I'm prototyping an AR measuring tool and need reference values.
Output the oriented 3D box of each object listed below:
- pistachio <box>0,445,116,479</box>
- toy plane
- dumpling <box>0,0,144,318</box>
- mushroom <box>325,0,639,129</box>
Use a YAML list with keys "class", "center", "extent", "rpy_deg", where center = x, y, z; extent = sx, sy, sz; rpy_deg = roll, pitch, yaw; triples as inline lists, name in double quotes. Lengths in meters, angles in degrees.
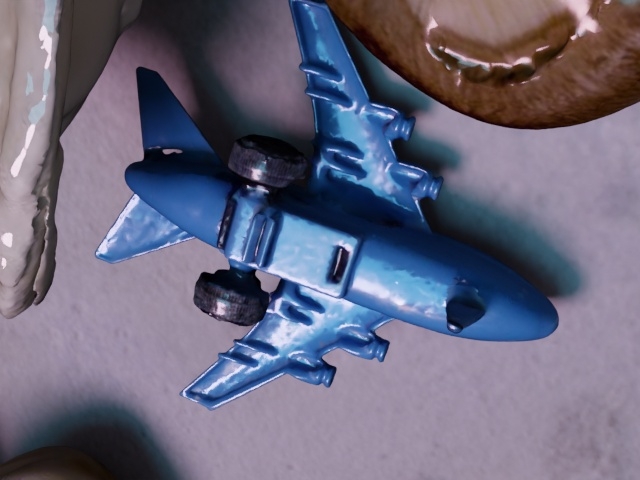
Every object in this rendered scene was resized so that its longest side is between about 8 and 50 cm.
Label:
- class: "pistachio"
  center: [-0.230, 0.270, 0.759]
  extent: [0.197, 0.166, 0.288]
  rpy_deg: [18, 124, -26]
- class: "toy plane"
  center: [0.000, 0.000, 0.571]
  extent: [0.271, 0.105, 0.254]
  rpy_deg: [22, 107, 20]
- class: "dumpling"
  center: [-0.175, -0.167, 0.459]
  extent: [0.315, 0.233, 0.395]
  rpy_deg: [-33, 64, 61]
- class: "mushroom"
  center: [0.066, -0.188, 0.414]
  extent: [0.278, 0.163, 0.297]
  rpy_deg: [-18, 105, 23]
